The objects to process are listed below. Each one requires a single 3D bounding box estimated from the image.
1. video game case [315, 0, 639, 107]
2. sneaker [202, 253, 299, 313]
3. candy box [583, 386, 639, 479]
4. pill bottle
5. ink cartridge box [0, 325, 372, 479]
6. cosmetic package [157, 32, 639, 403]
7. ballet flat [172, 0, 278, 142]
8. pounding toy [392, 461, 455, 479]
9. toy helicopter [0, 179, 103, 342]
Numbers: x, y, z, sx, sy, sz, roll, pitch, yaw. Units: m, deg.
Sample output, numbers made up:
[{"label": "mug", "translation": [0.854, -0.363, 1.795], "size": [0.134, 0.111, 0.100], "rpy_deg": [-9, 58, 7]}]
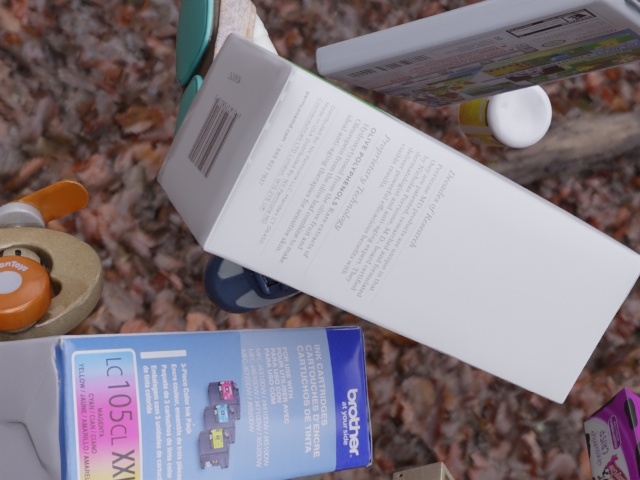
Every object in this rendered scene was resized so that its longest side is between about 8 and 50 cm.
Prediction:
[{"label": "video game case", "translation": [0.210, -0.220, 1.131], "size": [0.300, 0.328, 0.036], "rpy_deg": [2, 81, -57]}, {"label": "sneaker", "translation": [0.000, 0.000, 1.113], "size": [0.112, 0.319, 0.131], "rpy_deg": [58, 9, -16]}, {"label": "candy box", "translation": [0.381, 0.274, 0.983], "size": [0.233, 0.071, 0.159], "rpy_deg": [34, 28, -10]}, {"label": "pill bottle", "translation": [0.320, -0.227, 1.750], "size": [0.117, 0.215, 0.117], "rpy_deg": [-2, 98, -12]}, {"label": "ink cartridge box", "translation": [-0.136, 0.165, 0.972], "size": [0.395, 0.270, 0.151], "rpy_deg": [0, 83, -42]}, {"label": "cosmetic package", "translation": [0.066, -0.016, 0.834], "size": [0.365, 0.155, 0.197], "rpy_deg": [23, 9, -27]}, {"label": "ballet flat", "translation": [-0.093, -0.157, 0.995], "size": [0.106, 0.107, 0.316], "rpy_deg": [16, 56, -26]}, {"label": "pounding toy", "translation": [0.134, 0.382, 1.226], "size": [0.141, 0.100, 0.130], "rpy_deg": [57, 27, -29]}, {"label": "toy helicopter", "translation": [-0.413, 0.016, 1.099], "size": [0.354, 0.140, 0.235], "rpy_deg": [12, 45, 9]}]
